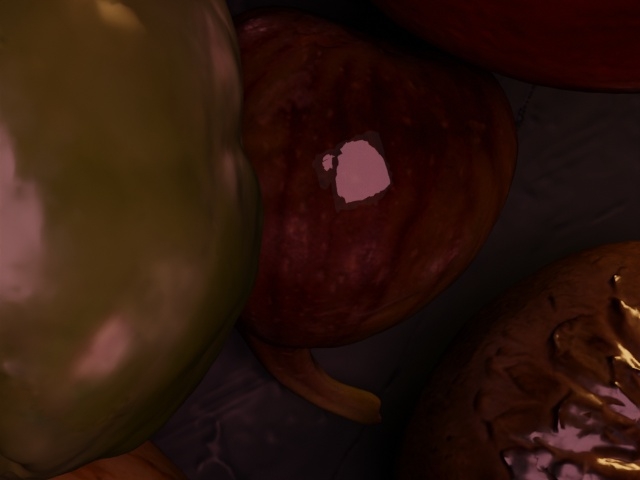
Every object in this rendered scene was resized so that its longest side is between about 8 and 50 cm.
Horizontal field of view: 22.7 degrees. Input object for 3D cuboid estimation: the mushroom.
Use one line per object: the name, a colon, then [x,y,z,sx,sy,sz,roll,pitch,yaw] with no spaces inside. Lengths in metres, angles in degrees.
mushroom: [0.177,0.141,0.824,0.297,0.163,0.278,14,89,-19]

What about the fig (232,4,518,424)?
fig: [-0.005,-0.005,0.769,0.175,0.175,0.207,17,109,-17]

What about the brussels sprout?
brussels sprout: [-0.155,-0.023,0.620,0.273,0.317,0.243,-25,122,17]

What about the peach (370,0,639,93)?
peach: [0.165,-0.247,0.676,0.388,0.388,0.388,-1,94,-17]

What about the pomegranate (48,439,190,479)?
pomegranate: [-0.147,0.169,0.700,0.215,0.215,0.215,-1,94,-17]
